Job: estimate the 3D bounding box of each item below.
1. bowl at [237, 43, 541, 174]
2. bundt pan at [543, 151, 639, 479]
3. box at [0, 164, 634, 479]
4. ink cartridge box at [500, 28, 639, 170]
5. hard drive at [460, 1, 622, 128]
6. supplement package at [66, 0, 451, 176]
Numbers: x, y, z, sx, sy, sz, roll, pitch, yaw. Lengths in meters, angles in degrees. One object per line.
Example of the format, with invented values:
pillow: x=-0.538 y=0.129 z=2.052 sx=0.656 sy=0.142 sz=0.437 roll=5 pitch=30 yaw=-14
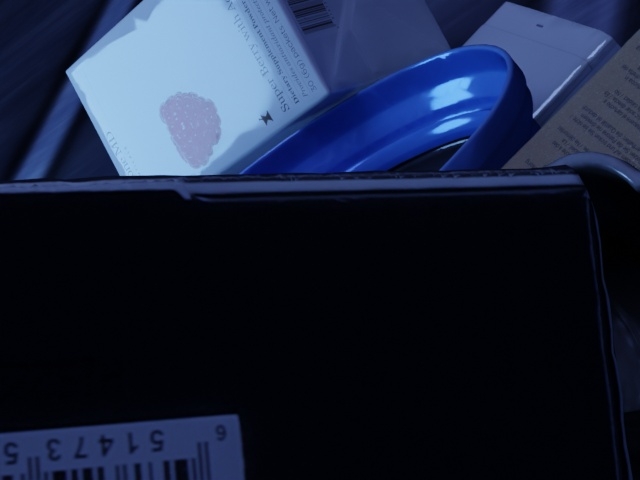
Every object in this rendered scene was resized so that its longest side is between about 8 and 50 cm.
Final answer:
bowl: x=0.000 y=0.000 z=1.292 sx=0.391 sy=0.077 sz=0.391 roll=-34 pitch=16 yaw=11
bundt pan: x=0.158 y=0.127 z=0.873 sx=0.331 sy=0.124 sz=0.330 roll=-21 pitch=64 yaw=50
box: x=-0.182 y=0.154 z=0.791 sx=0.472 sy=0.480 sz=0.297 roll=161 pitch=106 yaw=-65
ink cartridge box: x=0.232 y=-0.016 z=1.055 sx=0.193 sy=0.088 sz=0.234 roll=-45 pitch=40 yaw=4
hard drive: x=0.102 y=-0.066 z=1.454 sx=0.307 sy=0.040 sz=0.203 roll=-47 pitch=25 yaw=-2
supplement package: x=-0.063 y=-0.163 z=1.581 sx=0.175 sy=0.177 sz=0.293 roll=-24 pitch=-6 yaw=-44
